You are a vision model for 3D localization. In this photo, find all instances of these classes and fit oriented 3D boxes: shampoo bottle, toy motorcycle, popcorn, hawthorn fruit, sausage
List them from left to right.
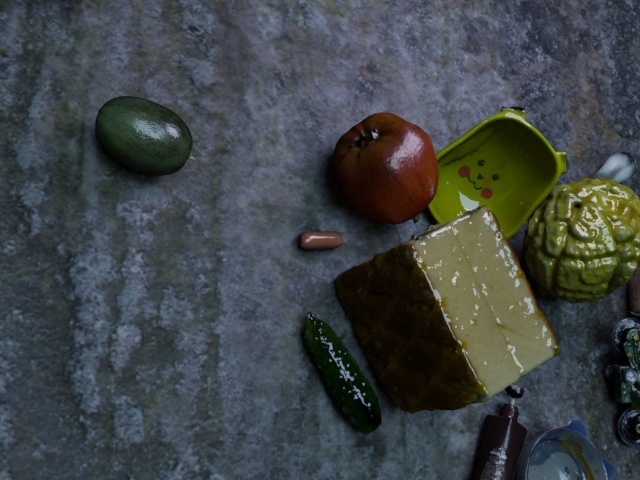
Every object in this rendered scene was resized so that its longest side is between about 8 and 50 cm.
[{"bbox_3d":[0.000,0.000,1.361,0.083,0.034,0.034,-1,75,-27],"label":"sausage"},{"bbox_3d":[0.129,-0.111,1.396,0.196,0.196,0.225,-55,126,-29],"label":"hawthorn fruit"},{"bbox_3d":[0.324,0.374,1.396,0.068,0.067,0.236,37,61,-24],"label":"shampoo bottle"},{"bbox_3d":[0.516,0.003,1.504,0.224,0.258,0.270,38,100,20],"label":"popcorn"},{"bbox_3d":[0.685,0.277,1.569,0.187,0.125,0.274,-5,90,-9],"label":"toy motorcycle"}]

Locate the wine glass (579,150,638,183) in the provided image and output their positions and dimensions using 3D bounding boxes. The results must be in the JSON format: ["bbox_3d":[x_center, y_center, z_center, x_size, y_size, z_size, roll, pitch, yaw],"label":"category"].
[{"bbox_3d":[0.636,-0.136,1.710,0.155,0.072,0.072,-33,91,-30],"label":"wine glass"}]

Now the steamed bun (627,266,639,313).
[{"bbox_3d":[0.746,0.112,1.668,0.145,0.106,0.175,30,65,-16],"label":"steamed bun"}]

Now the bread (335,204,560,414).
[{"bbox_3d":[0.199,0.124,1.292,0.207,0.279,0.279,-24,89,-33],"label":"bread"}]

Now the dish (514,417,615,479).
[{"bbox_3d":[0.434,0.459,1.412,0.228,0.086,0.236,50,59,-7],"label":"dish"}]

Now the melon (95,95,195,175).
[{"bbox_3d":[-0.276,-0.165,1.225,0.167,0.114,0.114,23,65,-16],"label":"melon"}]

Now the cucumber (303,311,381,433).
[{"bbox_3d":[0.034,0.221,1.295,0.069,0.069,0.227,-28,84,-31],"label":"cucumber"}]

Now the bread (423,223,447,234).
[{"bbox_3d":[0.228,0.021,1.454,0.072,0.053,0.106,-22,100,-34],"label":"bread"}]

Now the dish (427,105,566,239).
[{"bbox_3d":[0.325,-0.131,1.484,0.221,0.262,0.108,41,19,-12],"label":"dish"}]
